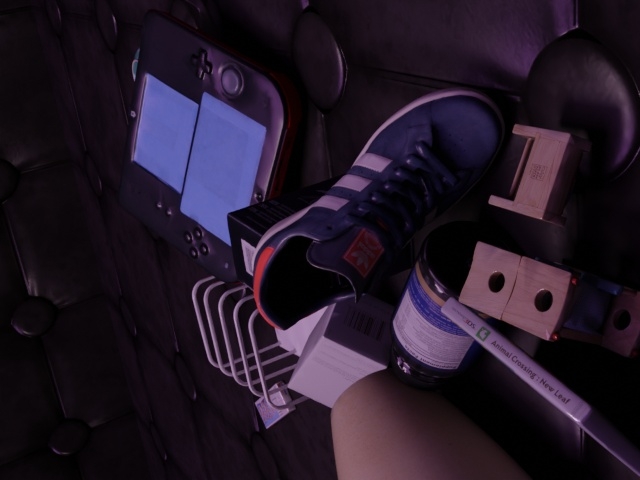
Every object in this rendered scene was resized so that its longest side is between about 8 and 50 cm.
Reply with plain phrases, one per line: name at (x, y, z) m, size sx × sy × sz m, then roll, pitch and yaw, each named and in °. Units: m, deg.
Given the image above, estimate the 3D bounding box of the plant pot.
plant pot at (0.124, 0.306, 1.074) m, size 0.257 × 0.256 × 0.274 m, roll 98°, pitch 149°, yaw -44°

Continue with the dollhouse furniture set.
dollhouse furniture set at (0.247, 0.000, 0.821) m, size 0.129 × 0.129 × 0.184 m, roll 25°, pitch 99°, yaw 56°

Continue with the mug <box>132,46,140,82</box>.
mug at (-0.308, -0.338, 1.657) m, size 0.129 × 0.097 × 0.158 m, roll 45°, pitch 145°, yaw 41°

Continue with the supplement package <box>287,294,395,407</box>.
supplement package at (0.037, 0.163, 1.265) m, size 0.105 × 0.105 × 0.179 m, roll 25°, pitch 142°, yaw -4°

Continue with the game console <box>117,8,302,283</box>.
game console at (-0.204, -0.149, 1.428) m, size 0.342 × 0.060 × 0.387 m, roll 31°, pitch 122°, yaw 23°

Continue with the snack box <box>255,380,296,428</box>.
snack box at (-0.098, 0.351, 1.809) m, size 0.064 × 0.022 × 0.178 m, roll 63°, pitch 153°, yaw 13°

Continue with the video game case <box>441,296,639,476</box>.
video game case at (0.236, 0.152, 0.872) m, size 0.212 × 0.023 × 0.193 m, roll 38°, pitch -178°, yaw -45°

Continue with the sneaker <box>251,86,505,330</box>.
sneaker at (0.061, -0.020, 0.932) m, size 0.131 × 0.350 × 0.148 m, roll 41°, pitch -157°, yaw -16°

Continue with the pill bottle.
pill bottle at (0.152, 0.087, 1.023) m, size 0.123 × 0.122 × 0.219 m, roll 56°, pitch 151°, yaw 28°

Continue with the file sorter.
file sorter at (-0.088, 0.152, 1.482) m, size 0.277 × 0.173 × 0.193 m, roll 15°, pitch 121°, yaw 60°

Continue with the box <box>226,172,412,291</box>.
box at (0.000, 0.000, 1.163) m, size 0.153 × 0.207 × 0.108 m, roll 31°, pitch 134°, yaw 54°

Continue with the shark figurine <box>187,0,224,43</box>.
shark figurine at (-0.212, -0.301, 1.483) m, size 0.166 × 0.116 × 0.278 m, roll 39°, pitch 142°, yaw 45°
